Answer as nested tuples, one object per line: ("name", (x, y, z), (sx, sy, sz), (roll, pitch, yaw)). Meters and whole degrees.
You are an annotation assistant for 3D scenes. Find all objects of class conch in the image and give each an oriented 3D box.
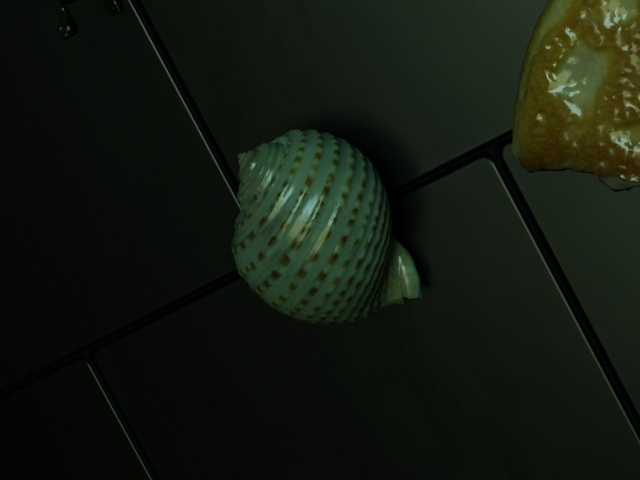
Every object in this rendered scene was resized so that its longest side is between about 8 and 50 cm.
("conch", (-0.006, 0.001, 1.462), (0.200, 0.131, 0.172), (49, 118, 5))

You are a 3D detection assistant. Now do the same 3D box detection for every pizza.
("pizza", (0.326, -0.153, 1.268), (0.409, 0.114, 0.278), (-42, 85, 30))

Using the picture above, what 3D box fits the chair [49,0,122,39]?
("chair", (-0.221, -0.314, 1.483), (0.106, 0.113, 0.229), (-23, 98, 27))
